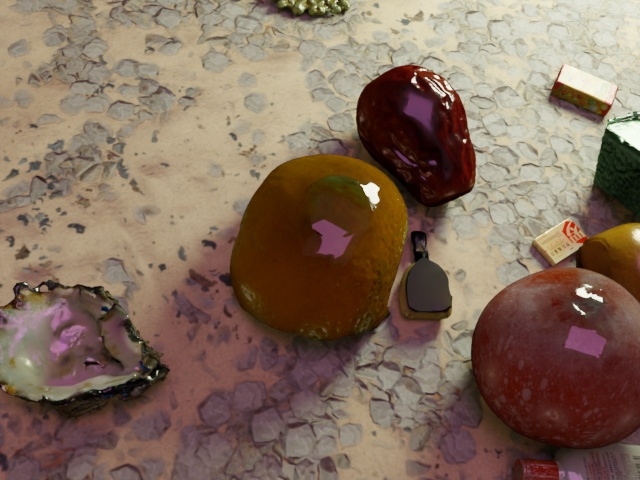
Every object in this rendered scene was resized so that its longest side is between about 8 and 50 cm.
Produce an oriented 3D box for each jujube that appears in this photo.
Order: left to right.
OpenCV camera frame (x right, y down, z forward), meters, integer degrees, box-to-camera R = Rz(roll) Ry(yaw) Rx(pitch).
[{"bbox_3d":[0.174,-0.182,1.314,0.190,0.190,0.255,-21,80,-20],"label":"jujube"}]

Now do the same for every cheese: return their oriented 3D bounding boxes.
[{"bbox_3d":[0.168,0.053,1.233,0.086,0.036,0.162,1,58,-5],"label":"cheese"}]

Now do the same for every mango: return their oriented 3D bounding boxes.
[{"bbox_3d":[0.526,0.085,1.210,0.166,0.136,0.236,8,63,-8],"label":"mango"}]

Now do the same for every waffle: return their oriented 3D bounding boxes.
[{"bbox_3d":[-0.022,-0.539,1.575,0.183,0.036,0.169,-5,61,-11],"label":"waffle"}]

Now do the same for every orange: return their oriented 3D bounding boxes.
[{"bbox_3d":[-0.001,-0.007,1.179,0.262,0.196,0.335,15,63,17],"label":"orange"}]

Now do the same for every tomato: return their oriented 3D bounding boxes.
[{"bbox_3d":[0.359,0.161,1.078,0.270,0.227,0.270,2,48,-2],"label":"tomato"}]

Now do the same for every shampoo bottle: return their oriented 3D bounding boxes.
[{"bbox_3d":[0.391,0.342,1.076,0.220,0.051,0.108,6,57,-4],"label":"shampoo bottle"}]

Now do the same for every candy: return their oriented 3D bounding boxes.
[{"bbox_3d":[0.532,-0.304,1.509,0.122,0.038,0.062,25,58,7],"label":"candy"}]

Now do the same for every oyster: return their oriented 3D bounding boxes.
[{"bbox_3d":[-0.344,0.150,1.070,0.259,0.092,0.198,7,57,6],"label":"oyster"}]

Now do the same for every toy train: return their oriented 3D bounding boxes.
[{"bbox_3d":[0.620,-0.118,1.316,0.188,0.159,0.272,-19,43,-16],"label":"toy train"}]

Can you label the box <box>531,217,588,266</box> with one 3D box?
[{"bbox_3d":[0.424,0.003,1.315,0.093,0.015,0.058,-28,68,-23],"label":"box"}]
